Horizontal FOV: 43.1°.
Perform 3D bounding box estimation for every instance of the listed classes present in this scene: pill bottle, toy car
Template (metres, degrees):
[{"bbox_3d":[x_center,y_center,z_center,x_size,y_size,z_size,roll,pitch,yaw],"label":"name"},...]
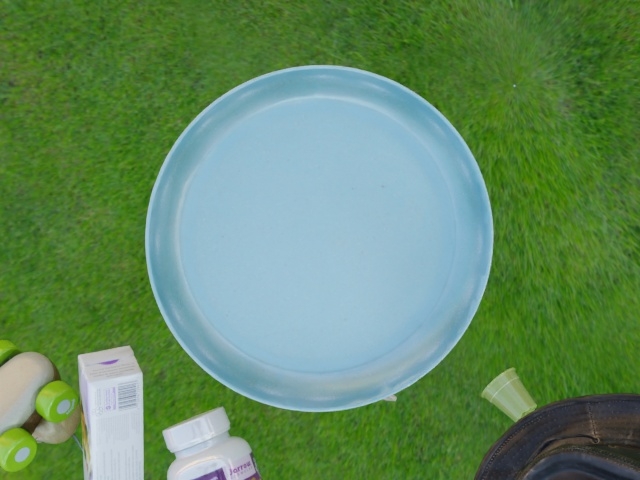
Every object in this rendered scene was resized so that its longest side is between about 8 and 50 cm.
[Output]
[{"bbox_3d":[-0.189,0.478,1.532,0.169,0.169,0.301,-23,85,16],"label":"pill bottle"},{"bbox_3d":[-0.395,0.253,1.130,0.155,0.188,0.149,26,67,32],"label":"toy car"}]

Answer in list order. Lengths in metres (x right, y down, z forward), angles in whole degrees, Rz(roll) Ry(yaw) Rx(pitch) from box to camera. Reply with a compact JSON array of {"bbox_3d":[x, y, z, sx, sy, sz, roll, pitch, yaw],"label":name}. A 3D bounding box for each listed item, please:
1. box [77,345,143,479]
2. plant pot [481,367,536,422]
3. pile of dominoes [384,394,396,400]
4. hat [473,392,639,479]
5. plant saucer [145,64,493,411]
[{"bbox_3d":[-0.253,0.282,0.987,0.067,0.063,0.324,-8,118,-24],"label":"box"},{"bbox_3d":[0.356,0.294,1.509,0.083,0.083,0.079,-48,61,17],"label":"plant pot"},{"bbox_3d":[0.004,0.219,1.453,0.251,0.196,0.040,6,64,27],"label":"pile of dominoes"},{"bbox_3d":[0.295,0.280,0.829,0.331,0.134,0.331,-14,53,20],"label":"hat"},{"bbox_3d":[0.000,0.000,0.754,0.317,0.044,0.318,-1,98,-6],"label":"plant saucer"}]
